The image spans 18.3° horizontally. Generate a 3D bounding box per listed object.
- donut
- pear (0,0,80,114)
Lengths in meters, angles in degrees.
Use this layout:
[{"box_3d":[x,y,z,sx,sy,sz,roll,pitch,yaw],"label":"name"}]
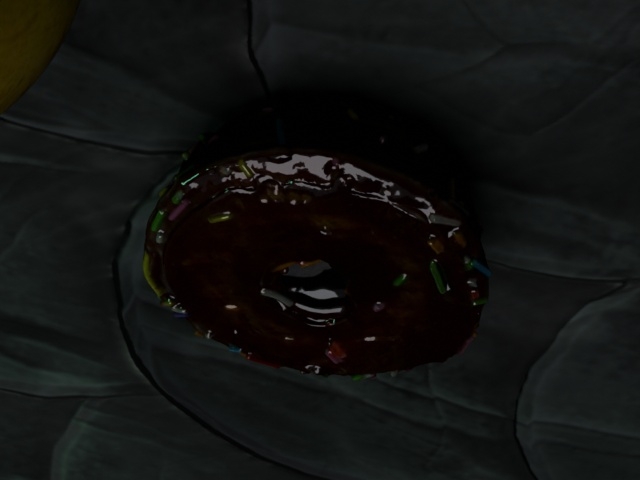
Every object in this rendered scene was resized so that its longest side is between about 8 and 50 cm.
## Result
[{"box_3d":[0.000,0.000,1.315,0.235,0.089,0.235,5,140,4],"label":"donut"},{"box_3d":[-0.251,-0.165,1.032,0.281,0.280,0.280,6,140,5],"label":"pear"}]
